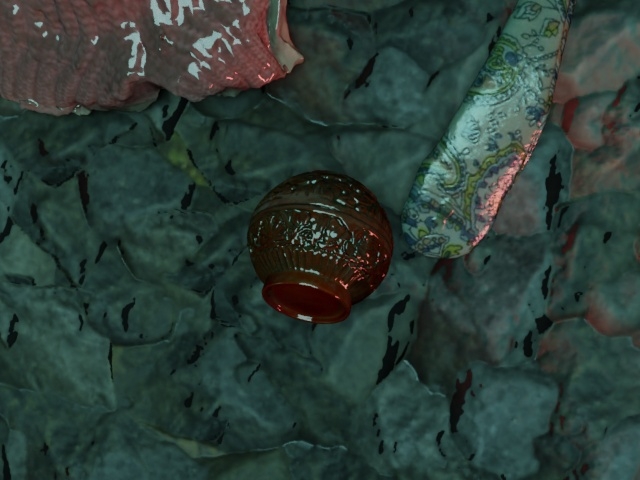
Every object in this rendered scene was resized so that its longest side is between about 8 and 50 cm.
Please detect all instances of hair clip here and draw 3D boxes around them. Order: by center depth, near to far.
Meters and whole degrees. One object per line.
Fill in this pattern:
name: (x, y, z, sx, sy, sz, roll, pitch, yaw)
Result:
hair clip: (0.122, -0.090, 0.517, 0.066, 0.036, 0.229, 24, 97, -1)

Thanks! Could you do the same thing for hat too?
hat: (-0.145, -0.228, 0.506, 0.237, 0.107, 0.286, -6, 117, 8)

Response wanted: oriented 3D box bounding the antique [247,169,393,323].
antique: (0.000, 0.000, 0.509, 0.104, 0.104, 0.104, 1, 94, 8)
